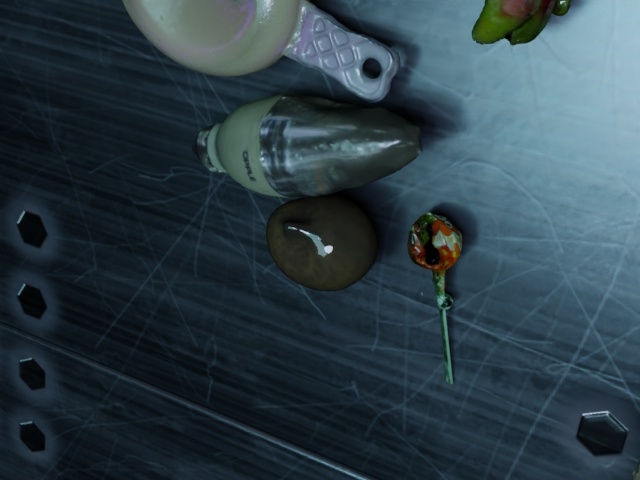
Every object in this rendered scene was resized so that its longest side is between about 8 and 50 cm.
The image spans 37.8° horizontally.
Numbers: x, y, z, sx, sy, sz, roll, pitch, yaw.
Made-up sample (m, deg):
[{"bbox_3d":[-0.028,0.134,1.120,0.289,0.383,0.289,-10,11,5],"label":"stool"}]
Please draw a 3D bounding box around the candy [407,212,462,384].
[{"bbox_3d":[0.116,0.059,0.891,0.055,0.049,0.184,27,133,53],"label":"candy"}]

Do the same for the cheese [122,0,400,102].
[{"bbox_3d":[-0.055,-0.214,0.857,0.286,0.082,0.163,28,121,14],"label":"cheese"}]

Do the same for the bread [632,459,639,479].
[{"bbox_3d":[0.396,0.236,0.728,0.306,0.159,0.305,12,116,27],"label":"bread"}]

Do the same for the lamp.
[{"bbox_3d":[-0.018,-0.087,0.863,0.250,0.101,0.101,4,110,39],"label":"lamp"}]

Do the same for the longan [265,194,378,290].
[{"bbox_3d":[0.000,0.000,0.887,0.113,0.113,0.092,17,83,22],"label":"longan"}]

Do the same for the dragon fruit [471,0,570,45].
[{"bbox_3d":[0.179,-0.276,0.666,0.198,0.200,0.269,28,159,11],"label":"dragon fruit"}]
